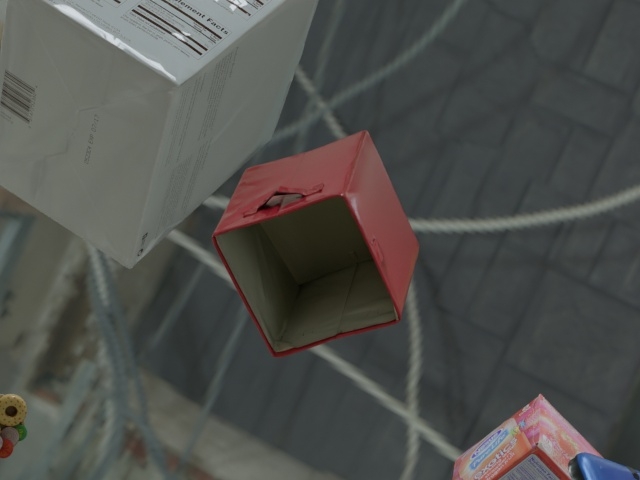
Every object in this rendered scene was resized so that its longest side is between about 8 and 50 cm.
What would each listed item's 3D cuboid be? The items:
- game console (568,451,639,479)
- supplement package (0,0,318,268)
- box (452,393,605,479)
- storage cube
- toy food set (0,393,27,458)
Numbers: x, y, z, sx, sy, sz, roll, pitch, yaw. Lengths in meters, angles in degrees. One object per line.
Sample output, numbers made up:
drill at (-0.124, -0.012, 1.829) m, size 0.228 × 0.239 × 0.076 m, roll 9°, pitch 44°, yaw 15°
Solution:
game console at (0.339, 0.407, 1.764) m, size 0.250 × 0.293 × 0.173 m, roll 23°, pitch -56°, yaw -36°
supplement package at (-0.126, -0.130, 1.258) m, size 0.203 × 0.149 × 0.194 m, roll -46°, pitch -16°, yaw -43°
box at (0.312, 0.357, 2.037) m, size 0.154 × 0.300 × 0.142 m, roll -42°, pitch 10°, yaw 21°
storage cube at (0.000, 0.000, 2.104) m, size 0.215 × 0.184 × 0.193 m, roll 64°, pitch -159°, yaw -21°
toy food set at (-0.409, 0.233, 2.093) m, size 0.020 × 0.083 × 0.082 m, roll -155°, pitch 68°, yaw -69°
